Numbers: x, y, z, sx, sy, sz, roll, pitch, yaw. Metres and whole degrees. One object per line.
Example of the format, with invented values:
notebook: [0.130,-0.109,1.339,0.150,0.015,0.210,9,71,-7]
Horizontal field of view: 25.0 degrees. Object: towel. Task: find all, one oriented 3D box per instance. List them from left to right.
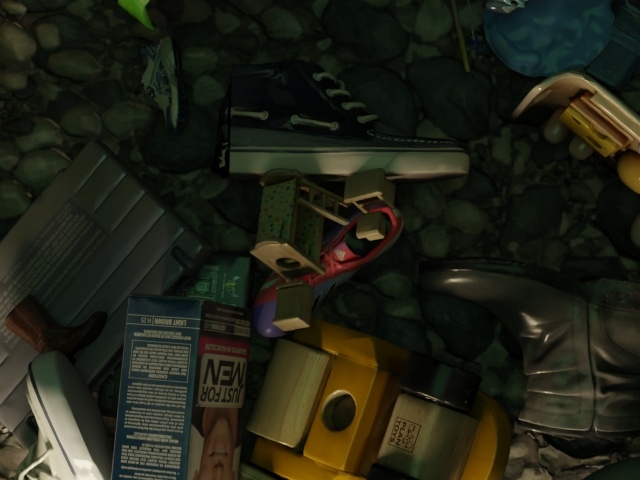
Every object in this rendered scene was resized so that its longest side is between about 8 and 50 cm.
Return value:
towel: [0.408,-0.263,1.962,0.067,0.029,0.119,32,85,3]

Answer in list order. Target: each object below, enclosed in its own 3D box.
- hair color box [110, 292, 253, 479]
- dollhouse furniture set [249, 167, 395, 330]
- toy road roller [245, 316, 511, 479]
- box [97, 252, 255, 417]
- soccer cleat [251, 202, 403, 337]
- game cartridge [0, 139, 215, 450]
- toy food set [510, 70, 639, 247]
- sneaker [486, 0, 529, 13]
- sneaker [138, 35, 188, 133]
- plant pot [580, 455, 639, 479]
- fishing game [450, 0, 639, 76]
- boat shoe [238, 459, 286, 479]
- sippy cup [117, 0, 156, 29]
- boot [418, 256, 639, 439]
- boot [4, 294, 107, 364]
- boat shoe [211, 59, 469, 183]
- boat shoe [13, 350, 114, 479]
hair color box: [-0.172,0.246,1.772,0.105,0.174,0.347,3,85,19]
dollhouse furniture set: [0.000,0.000,1.814,0.161,0.101,0.182,-13,56,32]
toy road roller: [0.093,0.243,1.857,0.329,0.240,0.202,15,83,39]
box: [-0.190,0.127,1.911,0.183,0.059,0.233,5,85,4]
soccer cleat: [0.006,0.035,1.902,0.248,0.095,0.083,-38,86,-3]
game cartridge: [-0.330,0.069,1.880,0.230,0.068,0.355,44,96,20]
toy food set: [0.380,-0.087,1.850,0.306,0.220,0.092,40,86,3]
sneaker: [0.277,-0.354,1.915,0.283,0.110,0.122,15,93,20]
sneaker: [-0.214,-0.206,1.955,0.058,0.052,0.135,-10,77,9]
plant pot: [0.435,0.381,1.797,0.293,0.293,0.196,45,59,4]
fishing game: [0.312,-0.308,1.959,0.264,0.041,0.189,-16,79,7]
boat shoe: [-0.006,0.402,1.865,0.302,0.109,0.098,39,85,-2]
sippy cup: [-0.139,-0.424,1.882,0.305,0.224,0.240,-17,86,-1]
boot: [0.280,0.144,1.886,0.338,0.118,0.223,10,90,6]
boot: [-0.339,0.099,1.833,0.114,0.037,0.106,42,94,21]
boat shoe: [0.027,-0.159,1.904,0.340,0.127,0.158,1,85,0]
boat shoe: [-0.330,0.310,1.810,0.156,0.136,0.367,-17,121,0]
